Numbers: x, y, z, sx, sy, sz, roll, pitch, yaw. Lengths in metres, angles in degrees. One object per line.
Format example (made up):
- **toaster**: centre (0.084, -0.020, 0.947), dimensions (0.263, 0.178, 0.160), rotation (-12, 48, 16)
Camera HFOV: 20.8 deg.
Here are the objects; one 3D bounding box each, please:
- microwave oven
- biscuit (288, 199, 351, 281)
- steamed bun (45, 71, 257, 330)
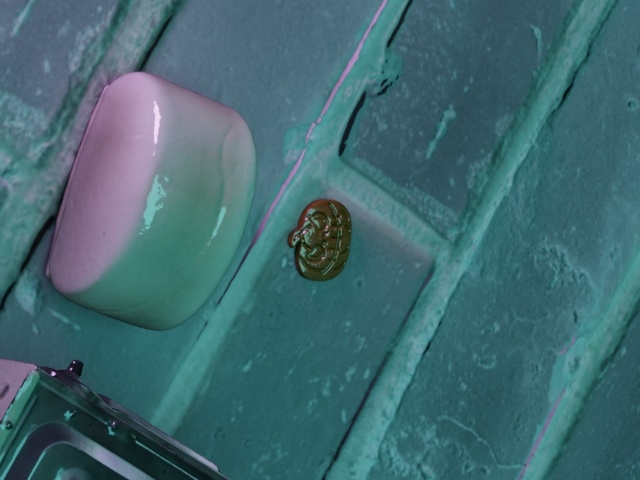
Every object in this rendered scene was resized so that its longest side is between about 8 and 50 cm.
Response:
- **microwave oven**: centre (-0.228, 0.277, 1.625), dimensions (0.394, 0.333, 0.247), rotation (37, 68, -31)
- **biscuit**: centre (0.000, 0.000, 1.921), dimensions (0.078, 0.015, 0.091), rotation (0, 97, -34)
- **steamed bun**: centre (-0.160, -0.035, 1.722), dimensions (0.146, 0.164, 0.242), rotation (20, 84, -35)
